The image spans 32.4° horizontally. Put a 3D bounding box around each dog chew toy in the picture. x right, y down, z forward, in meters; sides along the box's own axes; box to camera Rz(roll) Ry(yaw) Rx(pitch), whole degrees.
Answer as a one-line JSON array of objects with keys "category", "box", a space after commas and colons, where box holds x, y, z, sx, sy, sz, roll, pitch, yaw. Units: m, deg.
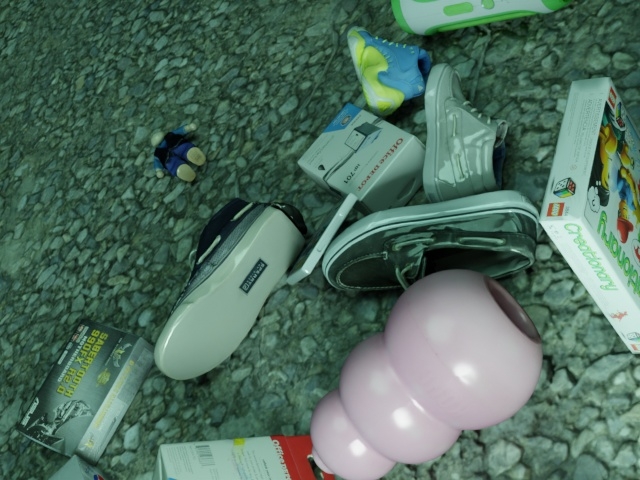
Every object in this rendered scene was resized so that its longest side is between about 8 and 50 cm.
[{"category": "dog chew toy", "box": [0.120, 0.189, 1.412, 0.332, 0.206, 0.207, -41, 40, 17]}]

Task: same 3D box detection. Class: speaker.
[{"category": "speaker", "box": [0.268, -0.420, 1.829, 0.296, 0.131, 0.131, -3, 56, 38]}]

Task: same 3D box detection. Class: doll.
[{"category": "doll", "box": [-0.283, -0.176, 2.153, 0.129, 0.046, 0.189, -58, 35, 1]}]

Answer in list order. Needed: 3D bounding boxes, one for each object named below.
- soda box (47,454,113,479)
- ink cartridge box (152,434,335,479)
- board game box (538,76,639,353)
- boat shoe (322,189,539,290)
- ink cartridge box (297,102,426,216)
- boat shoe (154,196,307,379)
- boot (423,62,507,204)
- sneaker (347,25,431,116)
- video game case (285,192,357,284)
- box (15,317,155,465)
[{"category": "soda box", "box": [-0.445, 0.477, 1.724, 0.286, 0.091, 0.098, -43, 39, 3]}, {"category": "ink cartridge box", "box": [-0.100, 0.341, 1.500, 0.134, 0.231, 0.078, -116, 34, -48]}, {"category": "board game box", "box": [0.353, -0.021, 1.294, 0.053, 0.305, 0.193, -3, 57, 36]}, {"category": "boat shoe", "box": [0.148, 0.022, 1.572, 0.335, 0.121, 0.119, -18, 43, 26]}, {"category": "ink cartridge box", "box": [0.075, -0.126, 1.786, 0.140, 0.082, 0.190, -50, 39, -5]}, {"category": "boat shoe", "box": [-0.172, 0.073, 1.817, 0.340, 0.127, 0.158, -49, 34, -16]}, {"category": "boot", "box": [0.231, -0.172, 1.697, 0.123, 0.095, 0.258, -10, 60, 27]}, {"category": "sneaker", "box": [0.124, -0.304, 1.904, 0.126, 0.091, 0.240, -18, 45, 4]}, {"category": "video game case", "box": [0.000, 0.000, 1.727, 0.143, 0.019, 0.157, -58, 5, -13]}, {"category": "box", "box": [-0.401, 0.259, 1.892, 0.183, 0.056, 0.231, 11, 66, 45]}]
